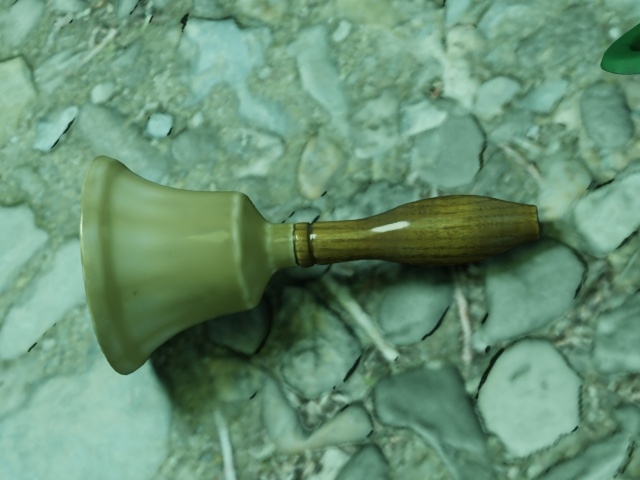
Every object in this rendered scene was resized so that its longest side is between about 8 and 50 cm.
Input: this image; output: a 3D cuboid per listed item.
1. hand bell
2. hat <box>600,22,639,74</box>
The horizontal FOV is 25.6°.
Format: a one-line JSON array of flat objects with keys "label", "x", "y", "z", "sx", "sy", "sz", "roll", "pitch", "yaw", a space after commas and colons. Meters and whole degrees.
[{"label": "hand bell", "x": 0.000, "y": 0.000, "z": 0.786, "sx": 0.242, "sy": 0.126, "sz": 0.126, "roll": -7, "pitch": 59, "yaw": 8}, {"label": "hat", "x": 0.266, "y": -0.048, "z": 0.725, "sx": 0.173, "sy": 0.183, "sz": 0.208, "roll": -28, "pitch": 11, "yaw": -5}]
